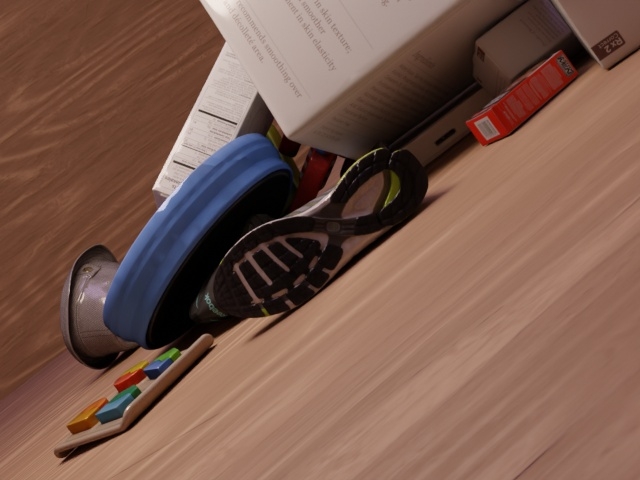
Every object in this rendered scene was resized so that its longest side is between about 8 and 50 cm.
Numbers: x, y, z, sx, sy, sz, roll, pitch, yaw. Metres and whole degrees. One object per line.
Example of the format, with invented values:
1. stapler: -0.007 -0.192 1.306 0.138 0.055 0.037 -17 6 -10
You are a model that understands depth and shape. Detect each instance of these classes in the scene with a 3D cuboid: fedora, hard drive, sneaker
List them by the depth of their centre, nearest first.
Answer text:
1. sneaker: 0.000 0.000 1.296 0.300 0.111 0.121 -32 -4 -5
2. sneaker: -0.120 0.041 1.559 0.106 0.101 0.267 -37 6 26
3. hard drive: 0.183 -0.184 1.735 0.233 0.047 0.353 -37 8 4
4. fedora: -0.402 0.131 2.072 0.124 0.243 0.275 -3 17 19

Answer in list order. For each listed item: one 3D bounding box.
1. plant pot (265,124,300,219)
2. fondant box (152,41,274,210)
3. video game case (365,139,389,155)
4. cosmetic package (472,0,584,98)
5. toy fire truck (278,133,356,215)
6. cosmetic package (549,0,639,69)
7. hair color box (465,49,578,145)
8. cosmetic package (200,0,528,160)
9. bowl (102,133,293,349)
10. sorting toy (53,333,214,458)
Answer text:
1. plant pot: -0.162 -0.101 2.081 0.207 0.228 0.227 -23 -10 -31
2. fondant box: -0.174 -0.164 1.809 0.238 0.096 0.330 98 -165 -69
3. video game case: 0.029 -0.053 1.550 0.212 0.023 0.193 -49 6 12
4. cosmetic package: 0.331 -0.300 1.478 0.231 0.085 0.117 -39 -16 -4
5. toy fire truck: 0.019 -0.186 1.912 0.254 0.169 0.302 -72 6 -51
6. cosmetic package: 0.367 -0.325 1.297 0.151 0.151 0.183 -36 7 15
7. hair color box: 0.264 -0.186 1.356 0.141 0.043 0.072 -39 6 -22
8. cosmetic package: 0.081 -0.370 1.554 0.394 0.329 0.327 -36 -15 17
9. bowl: -0.181 0.010 1.639 0.391 0.077 0.391 -51 -10 -12
10. sorting toy: -0.259 0.207 1.412 0.208 0.038 0.193 -31 10 44
